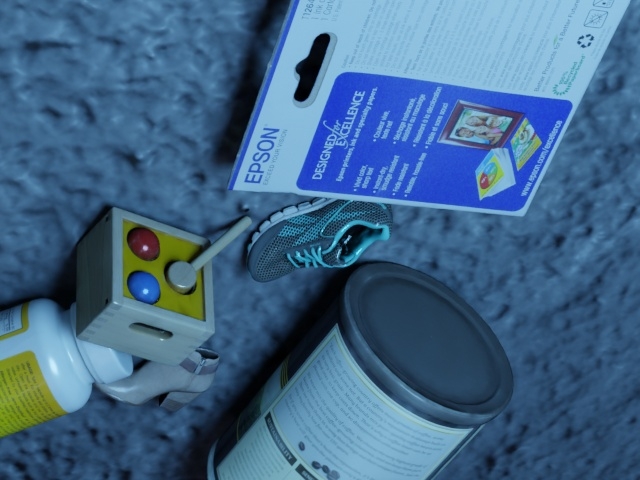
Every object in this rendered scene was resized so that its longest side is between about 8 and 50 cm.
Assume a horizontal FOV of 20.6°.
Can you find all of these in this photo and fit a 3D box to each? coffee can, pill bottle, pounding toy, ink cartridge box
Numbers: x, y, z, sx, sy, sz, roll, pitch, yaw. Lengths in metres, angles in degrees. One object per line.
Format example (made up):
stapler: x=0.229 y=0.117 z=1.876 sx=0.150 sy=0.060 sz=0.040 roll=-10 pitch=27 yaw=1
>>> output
coffee can: x=0.036 y=0.186 z=1.807 sx=0.202 sy=0.201 sz=0.275 roll=19 pitch=126 yaw=-30
pill bottle: x=-0.296 y=0.125 z=1.717 sx=0.208 sy=0.117 sz=0.117 roll=-20 pitch=135 yaw=4
pounding toy: x=-0.147 y=0.034 z=1.673 sx=0.141 sy=0.130 sz=0.100 roll=19 pitch=138 yaw=-30
ink cartridge box: x=0.094 y=-0.160 z=1.582 sx=0.307 sy=0.072 sz=0.303 roll=6 pitch=133 yaw=-18

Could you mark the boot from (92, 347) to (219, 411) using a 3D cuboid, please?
boot: x=-0.166 y=0.132 z=1.819 sx=0.118 sy=0.042 sz=0.087 roll=18 pitch=120 yaw=-31

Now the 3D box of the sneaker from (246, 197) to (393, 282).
sneaker: x=0.000 y=0.000 z=1.703 sx=0.166 sy=0.076 sz=0.065 roll=-32 pitch=132 yaw=17
